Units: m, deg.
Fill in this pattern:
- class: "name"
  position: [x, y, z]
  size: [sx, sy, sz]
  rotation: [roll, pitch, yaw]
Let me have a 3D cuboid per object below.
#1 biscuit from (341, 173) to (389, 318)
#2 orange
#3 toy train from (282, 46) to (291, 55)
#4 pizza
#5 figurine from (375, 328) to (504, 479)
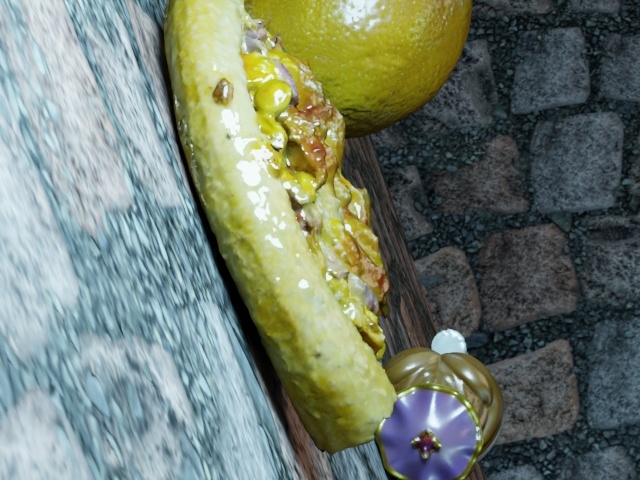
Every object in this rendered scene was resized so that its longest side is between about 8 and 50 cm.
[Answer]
- class: "biscuit"
  position: [0.054, -0.011, 2.609]
  size: [0.139, 0.016, 0.231]
  rotation: [61, 9, -51]
- class: "orange"
  position: [0.025, -0.227, 1.811]
  size: [0.264, 0.264, 0.264]
  rotation: [-20, 90, -85]
- class: "toy train"
  position: [-0.041, -0.102, 1.678]
  size: [0.104, 0.071, 0.178]
  rotation: [-92, 161, -49]
- class: "pizza"
  position: [-0.028, -0.029, 1.366]
  size: [0.278, 0.114, 0.409]
  rotation: [47, 25, -64]
- class: "figurine"
  position: [0.128, 0.190, 1.943]
  size: [0.263, 0.142, 0.189]
  rotation: [30, 63, -82]
